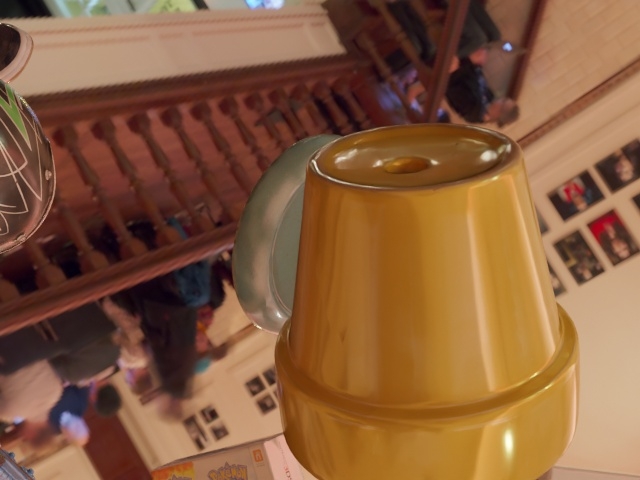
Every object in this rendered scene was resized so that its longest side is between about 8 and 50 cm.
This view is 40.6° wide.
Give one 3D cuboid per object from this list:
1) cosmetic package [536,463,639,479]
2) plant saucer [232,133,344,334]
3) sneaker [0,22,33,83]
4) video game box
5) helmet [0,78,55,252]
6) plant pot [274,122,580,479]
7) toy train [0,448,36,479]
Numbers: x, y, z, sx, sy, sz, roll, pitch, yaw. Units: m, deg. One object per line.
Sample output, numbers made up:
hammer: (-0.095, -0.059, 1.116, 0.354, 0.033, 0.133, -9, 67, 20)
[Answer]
cosmetic package: (0.428, 0.480, 1.422, 0.385, 0.217, 0.156, 17, 165, -34)
plant saucer: (0.000, 0.000, 1.298, 0.044, 0.317, 0.318, 21, -145, 40)
sneaker: (-0.549, -0.300, 1.233, 0.153, 0.282, 0.099, 33, 75, -56)
video game box: (-0.083, 0.312, 0.915, 0.205, 0.187, 0.048, -25, 168, 41)
helmet: (-0.313, -0.071, 0.737, 0.169, 0.169, 0.161, -31, -146, -4)
plant pot: (0.080, 0.041, 0.701, 0.254, 0.238, 0.254, -6, -156, 3)
toy train: (-0.586, 0.423, 1.576, 0.080, 0.184, 0.105, -41, -162, -14)
